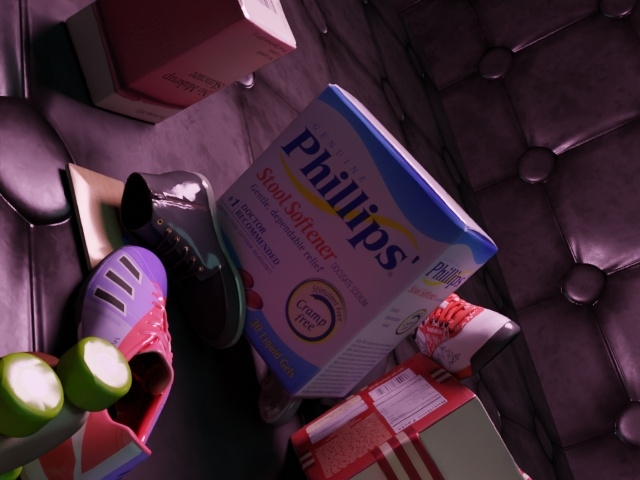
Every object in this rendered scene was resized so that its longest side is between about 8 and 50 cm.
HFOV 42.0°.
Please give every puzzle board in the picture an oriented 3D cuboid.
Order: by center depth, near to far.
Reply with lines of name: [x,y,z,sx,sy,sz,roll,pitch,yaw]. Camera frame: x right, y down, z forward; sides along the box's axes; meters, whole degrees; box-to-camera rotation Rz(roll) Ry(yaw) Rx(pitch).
puzzle board: [-0.241,-0.018,0.935,0.096,0.011,0.128,22,48,-63]

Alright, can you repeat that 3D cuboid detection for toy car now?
toy car: [-0.262,0.078,0.600,0.188,0.155,0.149,56,19,11]

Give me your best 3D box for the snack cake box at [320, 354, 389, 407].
snack cake box: [0.065,0.124,1.313,0.264,0.089,0.152,-78,179,-59]

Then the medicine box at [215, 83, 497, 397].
medicine box: [0.019,0.006,1.046,0.263,0.289,0.149,50,14,24]

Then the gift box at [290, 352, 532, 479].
gift box: [0.135,0.317,1.071,0.258,0.255,0.276,60,-1,-9]

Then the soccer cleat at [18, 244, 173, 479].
soccer cleat: [-0.179,0.105,0.791,0.108,0.116,0.318,57,22,-27]

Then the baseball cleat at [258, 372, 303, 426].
baseball cleat: [-0.027,0.194,1.132,0.109,0.072,0.206,56,23,-23]

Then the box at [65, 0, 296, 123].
box: [-0.174,-0.261,1.055,0.148,0.232,0.127,5,63,-67]

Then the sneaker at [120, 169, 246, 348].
sneaker: [-0.167,0.026,0.977,0.118,0.083,0.222,-4,74,-60]

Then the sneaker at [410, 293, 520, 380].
sneaker: [0.161,0.102,1.097,0.145,0.090,0.270,51,-10,6]
